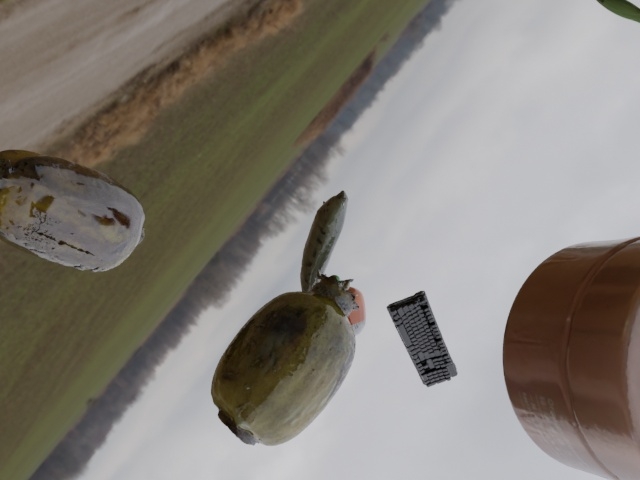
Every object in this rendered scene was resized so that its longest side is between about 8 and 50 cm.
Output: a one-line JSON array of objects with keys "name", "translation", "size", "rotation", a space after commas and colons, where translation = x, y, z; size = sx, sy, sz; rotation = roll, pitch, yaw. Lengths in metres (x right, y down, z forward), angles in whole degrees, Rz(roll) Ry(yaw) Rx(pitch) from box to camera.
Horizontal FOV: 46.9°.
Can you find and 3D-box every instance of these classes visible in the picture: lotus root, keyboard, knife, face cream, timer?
[{"name": "lotus root", "translation": [-0.440, -0.052, 1.273], "size": [0.179, 0.196, 0.397], "rotation": [-58, 154, -1]}, {"name": "keyboard", "translation": [0.186, 0.184, 1.316], "size": [0.072, 0.231, 0.023], "rotation": [-23, -143, 6]}, {"name": "lotus root", "translation": [-0.030, 0.143, 0.981], "size": [0.278, 0.154, 0.154], "rotation": [-50, -175, -19]}, {"name": "knife", "translation": [0.402, -0.272, 0.897], "size": [0.207, 0.014, 0.030], "rotation": [-124, -150, -49]}, {"name": "face cream", "translation": [0.197, 0.071, 0.432], "size": [0.149, 0.149, 0.104], "rotation": [-52, -166, -16]}, {"name": "timer", "translation": [0.027, 0.129, 1.438], "size": [0.099, 0.136, 0.136], "rotation": [-6, -141, 49]}]

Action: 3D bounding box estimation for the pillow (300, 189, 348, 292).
[{"name": "pillow", "translation": [0.000, -0.001, 1.520], "size": [0.093, 0.051, 0.241], "rotation": [51, -53, 55]}]
